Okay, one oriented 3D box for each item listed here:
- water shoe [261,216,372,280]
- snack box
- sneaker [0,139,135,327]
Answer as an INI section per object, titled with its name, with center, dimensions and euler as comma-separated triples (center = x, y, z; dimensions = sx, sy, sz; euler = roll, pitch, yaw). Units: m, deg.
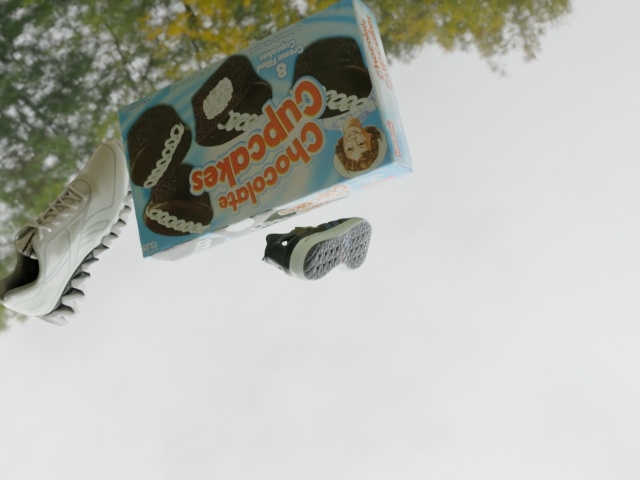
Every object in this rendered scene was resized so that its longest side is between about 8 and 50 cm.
[water shoe]
center = 0.000, 0.000, 1.036
dimensions = 0.080, 0.073, 0.203
euler = 18, -168, 24
[snack box]
center = -0.071, -0.111, 0.893
dimensions = 0.322, 0.060, 0.187
euler = -20, -105, 25
[sneaker]
center = -0.360, -0.016, 1.173
dimensions = 0.110, 0.118, 0.292
euler = 29, -87, 43
